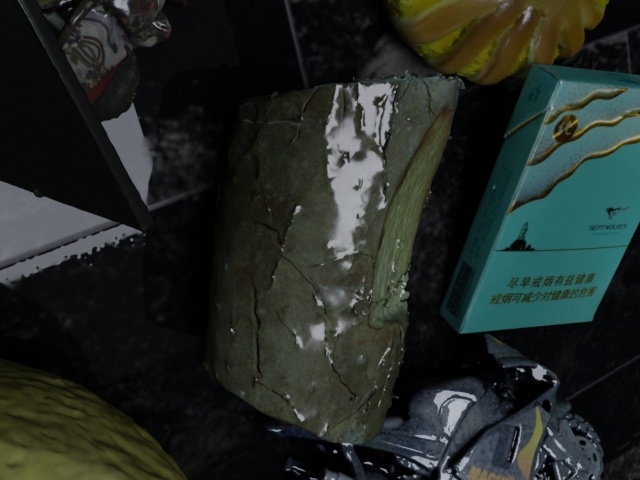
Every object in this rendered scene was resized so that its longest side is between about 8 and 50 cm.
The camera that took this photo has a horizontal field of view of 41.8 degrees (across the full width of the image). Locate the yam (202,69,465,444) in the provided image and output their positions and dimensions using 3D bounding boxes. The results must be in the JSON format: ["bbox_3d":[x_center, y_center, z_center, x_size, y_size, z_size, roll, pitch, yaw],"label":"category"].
[{"bbox_3d":[0.000,0.000,0.570,0.154,0.154,0.254,6,103,-31],"label":"yam"}]

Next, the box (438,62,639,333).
[{"bbox_3d":[0.205,-0.029,0.701,0.162,0.041,0.229,-2,122,-30],"label":"box"}]

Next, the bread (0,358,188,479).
[{"bbox_3d":[-0.198,0.217,0.449,0.321,0.237,0.320,-5,102,-26],"label":"bread"}]

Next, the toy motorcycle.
[{"bbox_3d":[0.105,0.174,0.691,0.307,0.108,0.173,-11,88,-24],"label":"toy motorcycle"}]

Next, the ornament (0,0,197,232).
[{"bbox_3d":[-0.126,-0.139,0.476,0.196,0.166,0.153,-52,145,-31],"label":"ornament"}]

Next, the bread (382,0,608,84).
[{"bbox_3d":[0.141,-0.214,0.624,0.213,0.105,0.213,-10,109,-29],"label":"bread"}]
